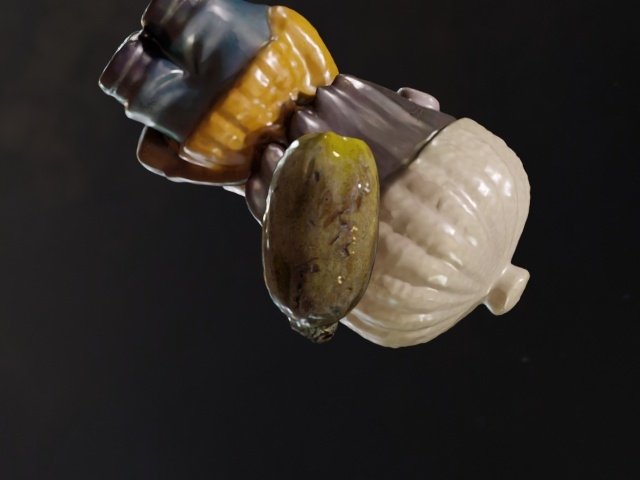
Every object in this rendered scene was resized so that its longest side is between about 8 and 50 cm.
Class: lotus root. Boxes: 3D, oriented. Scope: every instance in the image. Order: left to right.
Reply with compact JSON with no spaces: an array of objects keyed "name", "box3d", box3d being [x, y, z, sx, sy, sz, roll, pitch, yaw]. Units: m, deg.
[{"name":"lotus root","box3d":[0.000,0.000,0.678,0.054,0.049,0.099,10,-82,25]}]

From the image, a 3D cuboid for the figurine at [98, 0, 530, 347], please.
[{"name":"figurine","box3d":[0.000,-0.055,1.097,0.185,0.332,0.204,-53,-159,11]}]
